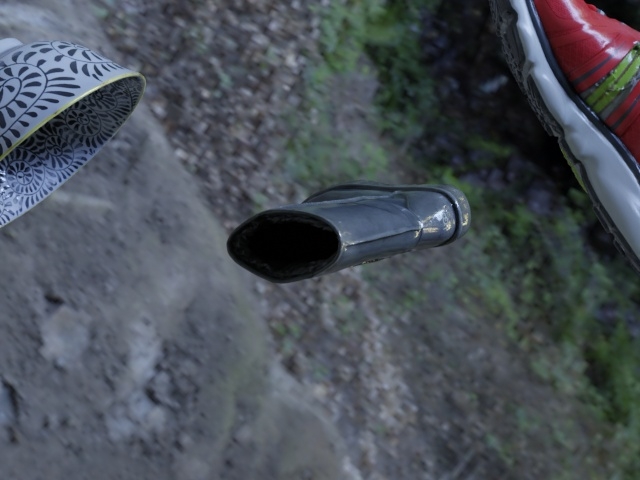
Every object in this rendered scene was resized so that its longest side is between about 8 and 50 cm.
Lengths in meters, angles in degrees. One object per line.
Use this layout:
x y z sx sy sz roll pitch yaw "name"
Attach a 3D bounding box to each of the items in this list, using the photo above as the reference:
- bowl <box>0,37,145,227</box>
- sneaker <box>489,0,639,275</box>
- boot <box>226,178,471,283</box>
-0.207 -0.083 1.110 0.170 0.170 0.080 -40 84 -5 "bowl"
0.200 -0.104 1.088 0.118 0.107 0.279 -30 94 3 "sneaker"
-0.001 -0.002 1.302 0.208 0.189 0.076 -22 97 -51 "boot"
